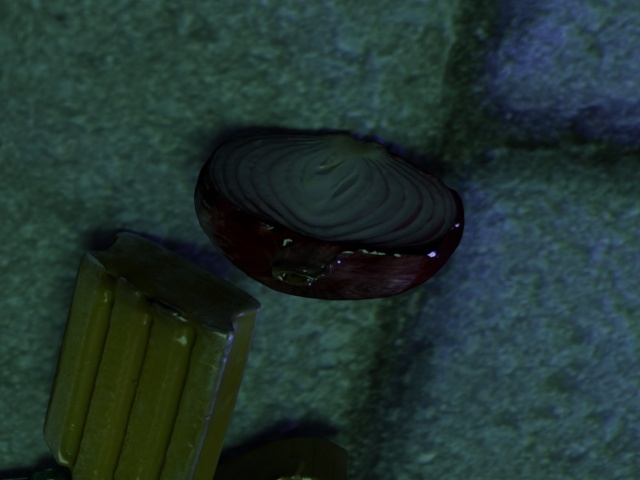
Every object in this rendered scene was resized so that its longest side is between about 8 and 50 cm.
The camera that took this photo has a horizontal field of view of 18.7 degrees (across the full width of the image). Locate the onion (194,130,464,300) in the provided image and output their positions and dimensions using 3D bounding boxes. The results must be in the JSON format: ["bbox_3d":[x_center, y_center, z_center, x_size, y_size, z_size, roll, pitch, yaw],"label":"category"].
[{"bbox_3d":[0.000,0.000,1.490,0.206,0.151,0.098,17,138,2],"label":"onion"}]

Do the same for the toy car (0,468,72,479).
[{"bbox_3d":[-0.302,0.258,1.672,0.224,0.090,0.076,-5,152,-2],"label":"toy car"}]

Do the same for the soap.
[{"bbox_3d":[-0.142,0.123,1.568,0.140,0.073,0.232,28,124,18],"label":"soap"}]

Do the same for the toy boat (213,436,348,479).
[{"bbox_3d":[-0.102,0.271,1.697,0.310,0.089,0.115,-30,120,16],"label":"toy boat"}]
